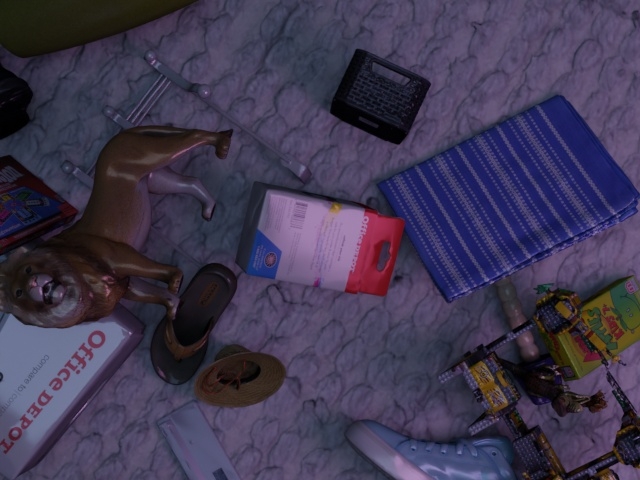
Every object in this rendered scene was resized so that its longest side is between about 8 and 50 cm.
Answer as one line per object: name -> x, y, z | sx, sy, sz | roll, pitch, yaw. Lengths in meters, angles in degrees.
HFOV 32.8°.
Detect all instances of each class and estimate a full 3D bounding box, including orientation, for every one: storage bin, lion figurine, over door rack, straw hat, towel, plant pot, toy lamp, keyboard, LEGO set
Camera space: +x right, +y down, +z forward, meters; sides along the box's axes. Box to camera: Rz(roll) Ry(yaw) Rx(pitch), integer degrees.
storage bin -> 0.088, -0.214, 1.648 | 0.122, 0.180, 0.084 | 25, 89, 0
lion figurine -> -0.285, -0.035, 1.544 | 0.240, 0.142, 0.392 | 18, 60, 1
over door rack -> -0.206, -0.110, 1.675 | 0.324, 0.108, 0.239 | 37, 89, 0
straw hat -> -0.130, 0.195, 1.689 | 0.145, 0.144, 0.061 | -18, 47, -2
towel -> 0.287, -0.072, 1.670 | 0.336, 0.040, 0.243 | -26, 62, -3
plant pot -> -0.363, -0.404, 1.623 | 0.294, 0.275, 0.274 | -31, 89, 12
toy lamp -> 0.307, 0.121, 1.696 | 0.080, 0.080, 0.274 | -20, 90, -2
keyboard -> -0.165, 0.378, 1.712 | 0.072, 0.014, 0.256 | -30, 90, -7
LEGO set -> 0.321, 0.238, 1.537 | 0.255, 0.192, 0.331 | -25, 85, 22

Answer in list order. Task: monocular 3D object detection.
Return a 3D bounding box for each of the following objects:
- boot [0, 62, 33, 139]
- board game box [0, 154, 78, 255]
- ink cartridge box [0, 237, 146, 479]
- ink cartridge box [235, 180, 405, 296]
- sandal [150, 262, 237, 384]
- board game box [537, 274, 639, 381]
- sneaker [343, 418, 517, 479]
boot -> -0.517, -0.265, 1.607 | 0.094, 0.246, 0.207 | -34, 92, -13
board game box -> -0.465, -0.055, 1.583 | 0.145, 0.281, 0.027 | 38, 105, 0
ink cartridge box -> -0.504, 0.120, 1.632 | 0.395, 0.166, 0.285 | 39, 88, 0
ink cartridge box -> 0.000, 0.000, 1.663 | 0.231, 0.078, 0.134 | 11, 98, -21
sandal -> -0.196, 0.134, 1.662 | 0.090, 0.060, 0.219 | 31, 112, -9
board game box -> 0.431, 0.135, 1.681 | 0.181, 0.043, 0.092 | -27, 90, -26
sneaker -> 0.213, 0.346, 1.672 | 0.366, 0.135, 0.150 | 32, 80, -9
